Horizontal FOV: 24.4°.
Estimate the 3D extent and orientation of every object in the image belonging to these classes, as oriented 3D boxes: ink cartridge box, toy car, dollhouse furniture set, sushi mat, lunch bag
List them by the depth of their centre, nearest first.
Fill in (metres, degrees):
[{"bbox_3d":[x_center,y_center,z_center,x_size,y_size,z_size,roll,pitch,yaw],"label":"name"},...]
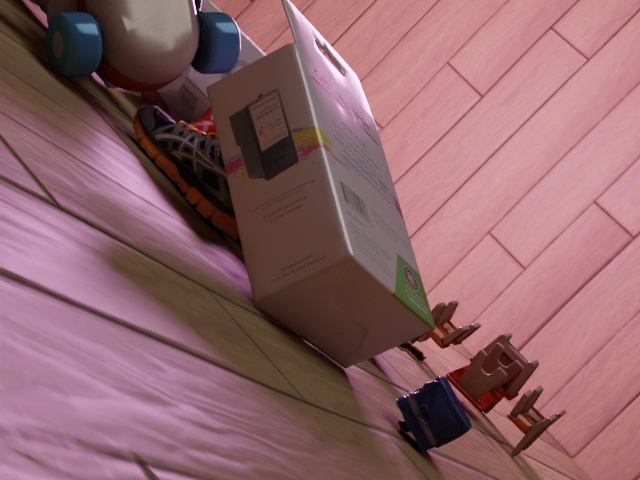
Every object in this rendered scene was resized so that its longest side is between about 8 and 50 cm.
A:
[{"bbox_3d":[0.117,0.187,1.570,0.067,0.065,0.098,62,6,11],"label":"lunch bag"},{"bbox_3d":[-0.008,-0.065,1.593,0.207,0.119,0.353,41,29,-52],"label":"ink cartridge box"},{"bbox_3d":[-0.252,-0.256,1.753,0.238,0.219,0.210,-24,-105,55],"label":"toy car"},{"bbox_3d":[0.029,0.068,1.968,0.151,0.019,0.316,37,2,-27],"label":"sushi mat"},{"bbox_3d":[-0.117,-0.179,2.120,0.283,0.117,0.207,45,-19,4],"label":"ink cartridge box"},{"bbox_3d":[0.271,0.238,2.466,0.262,0.135,0.259,46,15,14],"label":"dollhouse furniture set"}]

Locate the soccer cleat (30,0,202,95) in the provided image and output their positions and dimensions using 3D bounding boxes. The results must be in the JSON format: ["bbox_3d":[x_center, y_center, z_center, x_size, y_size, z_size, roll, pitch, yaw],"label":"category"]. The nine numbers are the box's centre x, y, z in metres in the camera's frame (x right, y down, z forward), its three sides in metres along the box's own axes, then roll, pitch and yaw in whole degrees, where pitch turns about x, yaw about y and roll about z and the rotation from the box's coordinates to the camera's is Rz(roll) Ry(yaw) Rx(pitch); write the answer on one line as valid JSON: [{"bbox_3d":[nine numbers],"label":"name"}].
[{"bbox_3d":[-0.299,-0.281,1.916,0.331,0.143,0.116,22,10,30],"label":"soccer cleat"}]

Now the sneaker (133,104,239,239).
[{"bbox_3d":[-0.137,-0.093,1.708,0.215,0.083,0.084,46,5,28],"label":"sneaker"}]

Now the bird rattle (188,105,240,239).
[{"bbox_3d":[-0.068,-0.057,1.805,0.253,0.143,0.207,41,21,-8],"label":"bird rattle"}]
